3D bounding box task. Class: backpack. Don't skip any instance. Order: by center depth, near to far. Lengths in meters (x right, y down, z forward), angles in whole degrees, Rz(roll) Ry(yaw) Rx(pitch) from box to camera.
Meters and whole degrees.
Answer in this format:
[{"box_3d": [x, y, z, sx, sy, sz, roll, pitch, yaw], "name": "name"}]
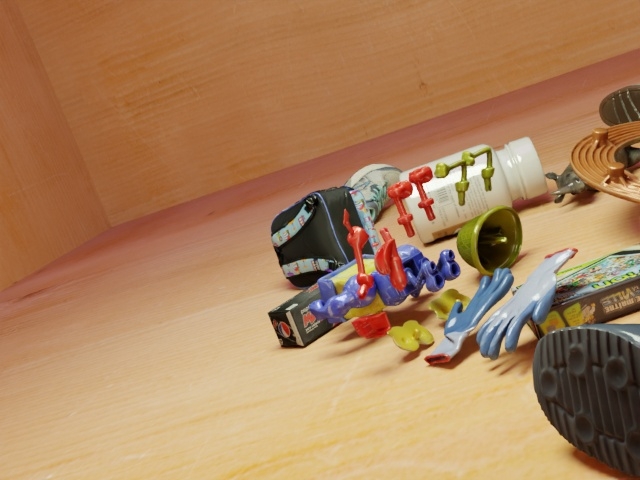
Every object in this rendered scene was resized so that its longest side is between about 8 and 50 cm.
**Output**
[{"box_3d": [0.000, 0.000, 1.592, 0.117, 0.158, 0.173, -19, -5, -41], "name": "backpack"}]

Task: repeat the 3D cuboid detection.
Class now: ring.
[{"box_3d": [0.500, -0.115, 1.214, 0.337, 0.032, 0.336, -4, 26, 2], "name": "ring"}]

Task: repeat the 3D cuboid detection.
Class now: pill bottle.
[{"box_3d": [0.260, -0.091, 1.579, 0.229, 0.131, 0.131, -19, 11, 8], "name": "pill bottle"}]

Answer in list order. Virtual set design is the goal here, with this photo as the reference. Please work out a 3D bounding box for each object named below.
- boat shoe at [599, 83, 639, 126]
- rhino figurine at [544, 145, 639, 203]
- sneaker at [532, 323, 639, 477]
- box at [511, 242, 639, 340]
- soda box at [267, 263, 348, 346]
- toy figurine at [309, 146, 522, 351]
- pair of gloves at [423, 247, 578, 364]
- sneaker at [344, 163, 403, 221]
[{"box_3d": [0.682, -0.267, 1.820, 0.095, 0.095, 0.257, -12, 8, -43], "name": "boat shoe"}, {"box_3d": [0.453, -0.118, 1.512, 0.243, 0.073, 0.106, -29, 17, -32], "name": "rhino figurine"}, {"box_3d": [0.294, 0.111, 0.650, 0.131, 0.112, 0.319, -7, 5, -31], "name": "sneaker"}, {"box_3d": [0.324, 0.048, 1.022, 0.207, 0.036, 0.114, -20, 11, 4], "name": "box"}, {"box_3d": [0.007, 0.092, 1.339, 0.169, 0.060, 0.053, -30, 13, -38], "name": "soda box"}, {"box_3d": [0.088, 0.020, 1.241, 0.217, 0.191, 0.363, -17, 9, 44], "name": "toy figurine"}, {"box_3d": [0.195, 0.077, 1.021, 0.159, 0.023, 0.198, -47, 10, -30], "name": "pair of gloves"}, {"box_3d": [0.093, -0.073, 1.968, 0.283, 0.110, 0.122, -30, 32, -32], "name": "sneaker"}]
